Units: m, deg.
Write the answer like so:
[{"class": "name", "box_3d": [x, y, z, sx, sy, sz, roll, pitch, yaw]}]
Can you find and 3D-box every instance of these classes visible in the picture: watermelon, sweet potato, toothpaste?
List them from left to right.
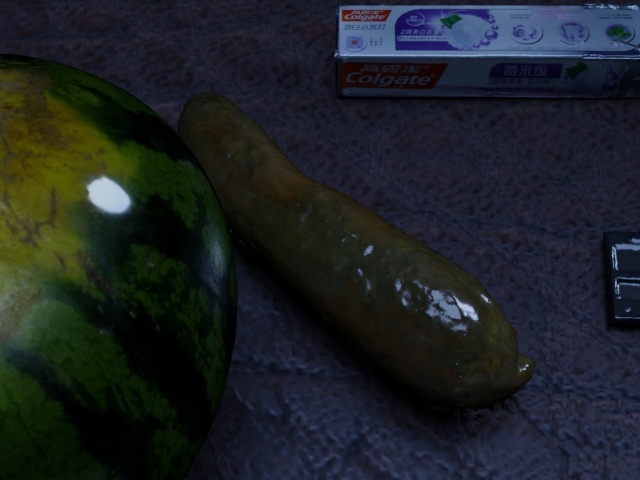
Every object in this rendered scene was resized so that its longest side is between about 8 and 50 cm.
[{"class": "watermelon", "box_3d": [-0.166, 0.040, 0.528, 0.268, 0.269, 0.269, 0, 58, 1]}, {"class": "sweet potato", "box_3d": [0.000, 0.000, 0.656, 0.075, 0.075, 0.273, -39, 61, -21]}, {"class": "toothpaste", "box_3d": [0.107, -0.119, 0.741, 0.196, 0.040, 0.047, 0, 54, 1]}]

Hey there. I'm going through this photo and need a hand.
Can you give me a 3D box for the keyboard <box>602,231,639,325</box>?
[{"class": "keyboard", "box_3d": [0.260, 0.027, 0.666, 0.198, 0.010, 0.064, 4, 57, 3]}]
